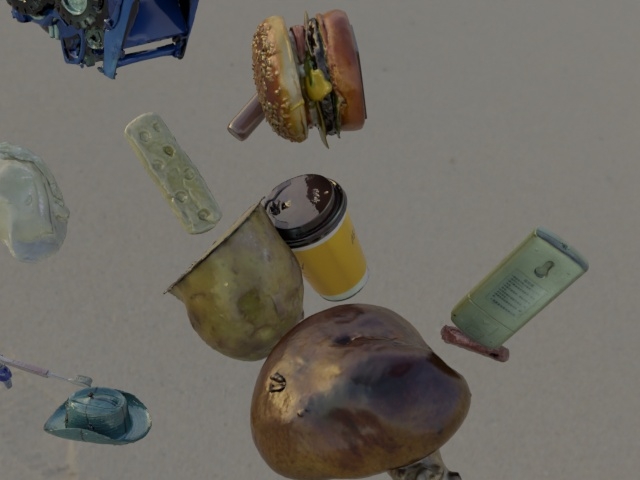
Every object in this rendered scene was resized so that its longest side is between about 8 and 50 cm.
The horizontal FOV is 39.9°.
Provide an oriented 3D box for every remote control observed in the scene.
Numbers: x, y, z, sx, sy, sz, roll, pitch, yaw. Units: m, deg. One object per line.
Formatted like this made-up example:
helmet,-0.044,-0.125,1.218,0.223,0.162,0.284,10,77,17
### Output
remote control,0.296,0.077,1.340,0.098,0.233,0.038,35,41,-3

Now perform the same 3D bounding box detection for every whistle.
whistle,-0.638,0.265,1.767,0.029,0.083,0.033,8,37,28

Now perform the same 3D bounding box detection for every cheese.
cheese,-0.211,-0.096,1.268,0.065,0.043,0.194,-32,85,-4

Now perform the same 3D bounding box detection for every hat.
hat,-0.395,0.301,1.559,0.191,0.078,0.138,3,24,1

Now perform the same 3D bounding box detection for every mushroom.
mushroom,0.059,0.258,1.339,0.345,0.259,0.345,-16,24,7

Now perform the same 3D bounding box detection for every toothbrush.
toothbrush,-0.458,0.209,1.427,0.194,0.014,0.017,12,50,11

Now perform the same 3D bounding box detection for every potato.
potato,-0.136,0.098,1.739,0.237,0.301,0.289,46,66,-6

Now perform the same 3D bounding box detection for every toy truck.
toy truck,-0.216,-0.236,0.893,0.208,0.126,0.113,15,28,31

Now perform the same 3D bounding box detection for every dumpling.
dumpling,-0.199,-0.027,0.603,0.057,0.052,0.076,-17,49,-35

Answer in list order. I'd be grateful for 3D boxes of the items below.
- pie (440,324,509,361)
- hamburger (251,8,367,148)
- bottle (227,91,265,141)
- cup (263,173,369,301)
pie,0.315,0.211,1.795,0.154,0.036,0.154,20,-5,2
hamburger,-0.027,-0.340,1.841,0.225,0.291,0.291,-12,37,-1
bottle,-0.148,-0.288,1.978,0.053,0.053,0.140,35,80,31
cup,0.000,0.000,1.928,0.196,0.279,0.196,-17,42,16
